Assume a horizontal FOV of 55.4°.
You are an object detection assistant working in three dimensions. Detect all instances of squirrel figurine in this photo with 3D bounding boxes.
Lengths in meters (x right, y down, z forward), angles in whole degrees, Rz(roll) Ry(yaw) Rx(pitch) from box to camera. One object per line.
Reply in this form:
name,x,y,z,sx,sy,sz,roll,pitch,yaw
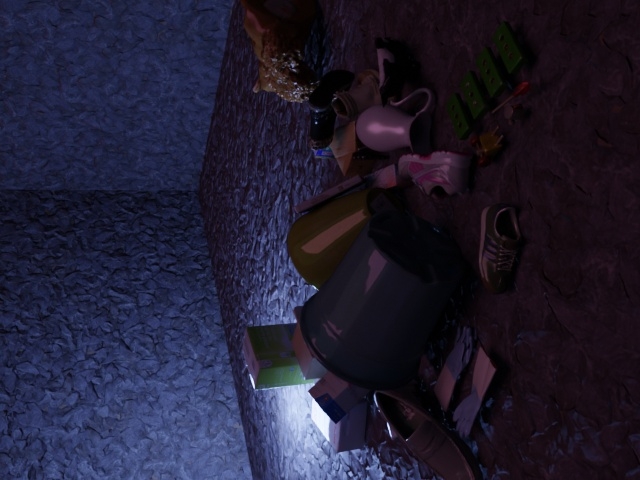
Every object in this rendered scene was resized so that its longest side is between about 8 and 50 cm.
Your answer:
squirrel figurine,-0.157,-0.678,2.279,0.370,0.281,0.396,106,155,-51

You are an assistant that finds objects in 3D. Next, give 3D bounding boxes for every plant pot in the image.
plant pot,0.096,-0.023,1.742,0.293,0.275,0.274,-39,55,47
plant pot,0.165,0.128,1.496,0.334,0.342,0.341,-64,34,34

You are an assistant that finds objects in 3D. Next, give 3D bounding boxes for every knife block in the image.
knife block,0.123,-0.324,1.838,0.242,0.088,0.275,111,149,-41

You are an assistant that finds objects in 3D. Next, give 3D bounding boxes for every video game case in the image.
video game case,0.036,-0.136,1.814,0.026,0.207,0.227,64,-171,1

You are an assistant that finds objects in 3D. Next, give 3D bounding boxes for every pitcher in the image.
pitcher,0.202,-0.317,1.602,0.207,0.126,0.177,18,91,47

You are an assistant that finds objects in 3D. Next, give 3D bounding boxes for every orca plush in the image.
orca plush,0.205,-0.462,1.595,0.287,0.102,0.151,-72,-33,-60

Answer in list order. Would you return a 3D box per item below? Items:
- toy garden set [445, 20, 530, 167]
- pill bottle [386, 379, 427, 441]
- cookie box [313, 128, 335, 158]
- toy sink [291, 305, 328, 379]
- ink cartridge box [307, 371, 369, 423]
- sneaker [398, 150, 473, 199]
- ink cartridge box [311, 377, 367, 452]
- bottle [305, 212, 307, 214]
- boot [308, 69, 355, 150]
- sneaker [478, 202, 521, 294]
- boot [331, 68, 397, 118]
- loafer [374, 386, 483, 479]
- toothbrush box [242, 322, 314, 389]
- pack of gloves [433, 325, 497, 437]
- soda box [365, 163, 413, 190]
toy garden set,0.372,-0.295,1.289,0.244,0.049,0.203,122,142,-52
pill bottle,0.217,0.428,1.626,0.112,0.112,0.186,119,142,-51
cookie box,0.035,-0.326,2.050,0.107,0.092,0.040,114,150,-48
toy sink,-0.007,0.352,2.120,0.234,0.153,0.131,-116,32,-43
ink cartridge box,0.085,0.440,1.899,0.078,0.231,0.134,52,171,-24
sneaker,0.268,-0.155,1.477,0.252,0.103,0.111,-170,81,-68
ink cartridge box,0.060,0.568,2.035,0.237,0.100,0.171,-150,62,-65
bottle,0.000,0.000,2.153,0.118,0.092,0.282,178,91,-67
boot,0.027,-0.401,1.858,0.236,0.085,0.178,-55,-21,-40
sneaker,0.377,0.015,1.265,0.086,0.064,0.192,158,112,-72
boot,0.107,-0.424,1.760,0.213,0.165,0.077,-121,17,-49
loafer,0.247,0.471,1.453,0.319,0.111,0.112,41,103,32
toothbrush box,-0.122,0.416,2.229,0.206,0.284,0.122,-116,34,-46
pack of gloves,0.347,0.327,1.421,0.195,0.046,0.231,-108,28,-60
soda box,0.191,-0.169,1.721,0.183,0.058,0.062,167,101,-67
